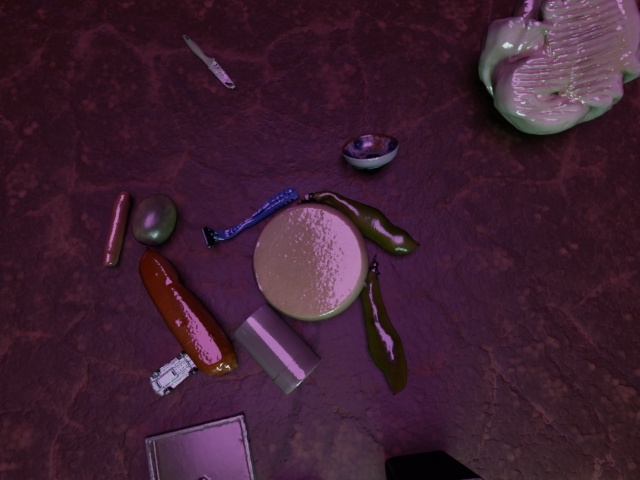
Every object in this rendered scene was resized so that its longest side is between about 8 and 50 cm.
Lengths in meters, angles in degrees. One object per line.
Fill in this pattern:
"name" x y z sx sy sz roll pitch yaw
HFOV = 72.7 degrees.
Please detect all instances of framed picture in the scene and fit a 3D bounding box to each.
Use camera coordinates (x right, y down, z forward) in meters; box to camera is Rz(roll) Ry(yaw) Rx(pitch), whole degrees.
"framed picture" -0.250 0.567 0.959 0.231 0.024 0.315 -12 79 -3

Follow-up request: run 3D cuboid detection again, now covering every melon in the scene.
"melon" -0.393 -0.049 1.028 0.097 0.098 0.131 13 78 1

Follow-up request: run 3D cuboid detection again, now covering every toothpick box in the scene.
"toothpick box" -0.096 0.242 0.976 0.111 0.111 0.180 -44 82 -8

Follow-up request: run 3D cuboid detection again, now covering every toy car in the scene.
"toy car" -0.331 0.300 0.998 0.122 0.035 0.059 -37 82 -17

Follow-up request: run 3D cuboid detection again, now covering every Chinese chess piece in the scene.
"Chinese chess piece" -0.023 0.050 0.994 0.273 0.102 0.274 0 87 8

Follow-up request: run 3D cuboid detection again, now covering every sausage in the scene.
"sausage" -0.312 0.163 0.992 0.094 0.097 0.348 -37 82 -15
"sausage" -0.492 -0.029 1.049 0.043 0.043 0.187 9 81 0

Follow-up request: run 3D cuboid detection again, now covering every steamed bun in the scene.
"steamed bun" 0.551 -0.441 1.052 0.339 0.247 0.352 -23 104 6

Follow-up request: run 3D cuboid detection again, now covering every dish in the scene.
"dish" 0.125 -0.200 1.080 0.141 0.078 0.141 -7 36 5

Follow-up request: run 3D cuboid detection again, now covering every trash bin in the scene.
"trash bin" 0.224 0.508 0.875 0.165 0.225 0.115 -8 80 -2

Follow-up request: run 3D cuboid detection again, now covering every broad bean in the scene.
"broad bean" 0.093 -0.046 1.061 0.317 0.056 0.098 20 82 7
"broad bean" 0.140 0.193 1.010 0.075 0.067 0.326 -10 82 -12

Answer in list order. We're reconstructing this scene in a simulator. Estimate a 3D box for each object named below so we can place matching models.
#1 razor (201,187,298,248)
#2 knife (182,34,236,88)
"razor" -0.168 -0.059 1.065 0.253 0.042 0.082 -31 41 -8
"knife" -0.295 -0.474 1.151 0.030 0.014 0.207 -41 85 -7
